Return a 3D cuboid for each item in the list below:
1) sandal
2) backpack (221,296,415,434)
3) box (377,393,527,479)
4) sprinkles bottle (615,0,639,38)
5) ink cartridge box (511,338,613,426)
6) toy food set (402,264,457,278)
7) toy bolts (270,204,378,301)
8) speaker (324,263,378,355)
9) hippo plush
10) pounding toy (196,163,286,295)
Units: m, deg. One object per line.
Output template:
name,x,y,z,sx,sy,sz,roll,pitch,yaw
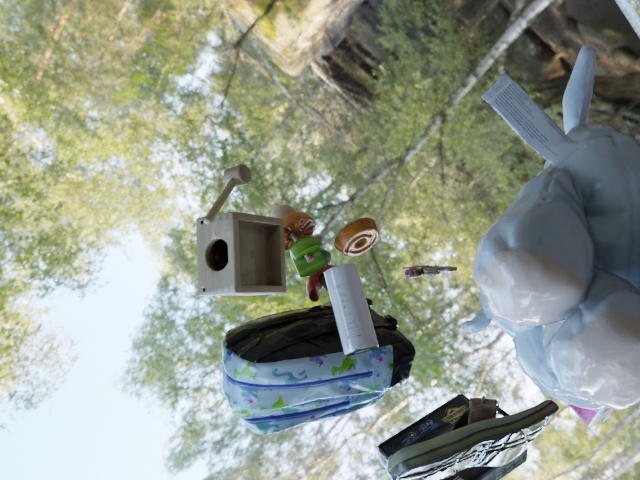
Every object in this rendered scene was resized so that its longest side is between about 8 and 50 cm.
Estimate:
sandal,0.221,0.266,0.867,0.303,0.120,0.086,-3,-137,-28
backpack,-0.034,0.257,1.292,0.356,0.273,0.290,6,-164,-32
box,0.246,0.399,1.145,0.175,0.220,0.051,33,139,51
sprinkles bottle,0.321,-0.256,0.551,0.355,0.121,0.121,54,-161,-5
ink cartridge box,0.366,0.157,0.885,0.175,0.069,0.371,53,173,32
toy food set,0.199,0.060,1.145,0.122,0.078,0.019,180,85,-80
toy bolts,0.000,0.000,1.355,0.158,0.218,0.228,58,165,32
speaker,0.047,0.106,0.944,0.055,0.055,0.136,12,-121,-57
hippo plush,0.201,0.041,0.527,0.234,0.236,0.294,-25,-115,-24
pounding toy,-0.150,-0.015,0.983,0.181,0.094,0.205,6,-101,-55
